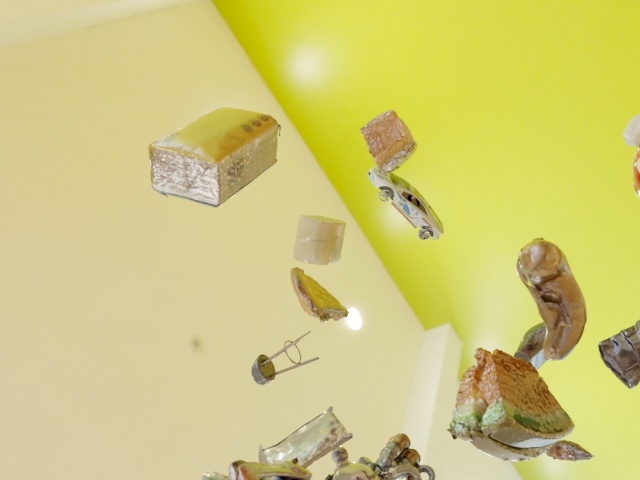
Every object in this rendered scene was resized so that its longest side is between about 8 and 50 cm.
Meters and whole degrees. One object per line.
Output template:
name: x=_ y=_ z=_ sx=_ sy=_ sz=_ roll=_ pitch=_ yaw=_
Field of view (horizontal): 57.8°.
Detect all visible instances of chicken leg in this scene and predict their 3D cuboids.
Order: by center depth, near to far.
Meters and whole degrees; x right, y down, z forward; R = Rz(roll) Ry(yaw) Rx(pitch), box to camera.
chicken leg: x=0.727 y=0.624 z=1.723 sx=0.234 sy=0.105 sz=0.063 roll=70 pitch=-162 yaw=-72

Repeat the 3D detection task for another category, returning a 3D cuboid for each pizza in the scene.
pizza: x=0.000 y=0.156 z=1.450 sx=0.195 sy=0.052 sz=0.185 roll=34 pitch=-161 yaw=-36

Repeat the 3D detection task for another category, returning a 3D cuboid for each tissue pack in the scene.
tissue pack: x=-0.239 y=-0.204 z=1.342 sx=0.271 sy=0.192 sz=0.134 roll=-48 pitch=-32 yaw=-50

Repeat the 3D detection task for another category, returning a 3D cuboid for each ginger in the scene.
ginger: x=0.497 y=0.114 z=1.239 sx=0.309 sy=0.107 sz=0.133 roll=60 pitch=-141 yaw=-26

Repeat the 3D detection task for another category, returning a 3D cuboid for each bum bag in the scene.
bum bag: x=0.754 y=0.228 z=1.303 sx=0.123 sy=0.248 sz=0.060 roll=61 pitch=174 yaw=28

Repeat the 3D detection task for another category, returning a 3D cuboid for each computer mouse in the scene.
computer mouse: x=0.683 y=0.329 z=1.825 sx=0.088 sy=0.264 sz=0.147 roll=35 pitch=155 yaw=41

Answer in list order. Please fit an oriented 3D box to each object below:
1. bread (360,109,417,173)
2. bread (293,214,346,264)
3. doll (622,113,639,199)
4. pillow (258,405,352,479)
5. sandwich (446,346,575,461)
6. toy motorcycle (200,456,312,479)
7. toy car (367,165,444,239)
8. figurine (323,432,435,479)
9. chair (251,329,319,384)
bread: x=0.111 y=-0.155 z=0.917 sx=0.077 sy=0.070 sz=0.083 roll=66 pitch=-164 yaw=16
bread: x=0.000 y=0.000 z=1.756 sx=0.148 sy=0.134 sz=0.141 roll=0 pitch=-76 yaw=-43
doll: x=0.527 y=-0.120 z=0.894 sx=0.217 sy=0.085 sz=0.183 roll=52 pitch=-125 yaw=-22
pillow: x=-0.040 y=0.555 z=1.549 sx=0.169 sy=0.255 sz=0.059 roll=27 pitch=141 yaw=63
sandwich: x=0.376 y=0.322 z=1.127 sx=0.292 sy=0.109 sz=0.212 roll=33 pitch=-139 yaw=-23
toy motorcycle: x=-0.066 y=0.505 z=0.994 sx=0.319 sy=0.182 sz=0.241 roll=34 pitch=-168 yaw=-29
toy car: x=0.178 y=-0.080 z=1.191 sx=0.205 sy=0.056 sz=0.095 roll=44 pitch=-157 yaw=-13
figurine: x=0.132 y=0.687 z=1.638 sx=0.261 sy=0.186 sz=0.382 roll=46 pitch=-145 yaw=19
chair: x=-0.118 y=0.369 z=1.838 sx=0.104 sy=0.221 sz=0.095 roll=48 pitch=-160 yaw=-23
